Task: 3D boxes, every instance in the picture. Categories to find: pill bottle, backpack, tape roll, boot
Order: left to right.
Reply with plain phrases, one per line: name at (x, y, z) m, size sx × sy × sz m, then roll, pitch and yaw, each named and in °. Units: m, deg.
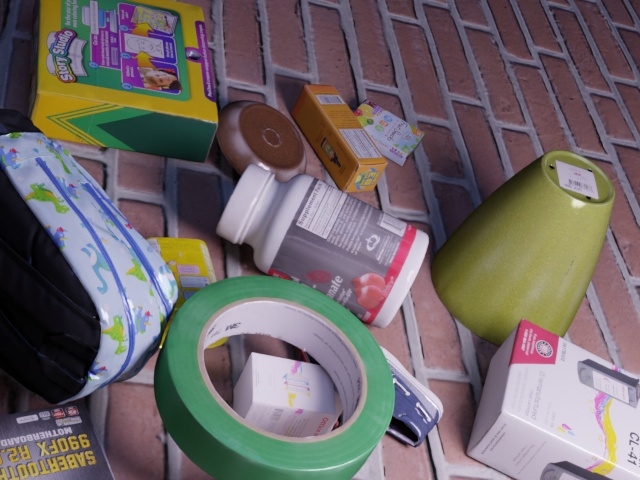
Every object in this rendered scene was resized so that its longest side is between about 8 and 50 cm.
backpack at (-0.364, 0.044, 1.438) m, size 0.273 × 0.290 × 0.355 m, roll 1°, pitch 42°, yaw -51°
tape roll at (-0.061, 0.191, 1.454) m, size 0.321 × 0.077 × 0.321 m, roll 14°, pitch 43°, yaw -14°
pill bottle at (0.000, 0.000, 1.756) m, size 0.318 × 0.176 × 0.176 m, roll 26°, pitch 40°, yaw 0°
boot at (0.097, 0.229, 1.645) m, size 0.190 × 0.069 × 0.086 m, roll 36°, pitch 38°, yaw 8°

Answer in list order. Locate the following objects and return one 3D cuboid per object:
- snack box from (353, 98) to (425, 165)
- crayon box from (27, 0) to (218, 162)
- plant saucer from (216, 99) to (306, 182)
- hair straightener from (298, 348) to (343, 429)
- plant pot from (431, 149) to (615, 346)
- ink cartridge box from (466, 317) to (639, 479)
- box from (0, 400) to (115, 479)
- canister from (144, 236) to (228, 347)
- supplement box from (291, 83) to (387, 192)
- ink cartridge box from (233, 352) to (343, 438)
snack box at (0.127, -0.218, 2.164) m, size 0.141 × 0.037 × 0.100 m, roll 32°, pitch 41°, yaw 6°
crayon box at (-0.362, -0.316, 1.956) m, size 0.313 × 0.106 × 0.363 m, roll 8°, pitch 43°, yaw -20°
plant saucer at (-0.097, -0.180, 1.959) m, size 0.198 × 0.036 × 0.199 m, roll 25°, pitch 47°, yaw -29°
hair straightener at (0.033, 0.212, 1.614) m, size 0.047 × 0.089 × 0.230 m, roll 37°, pitch 24°, yaw -46°
plant pot at (0.378, -0.004, 1.871) m, size 0.274 × 0.294 × 0.275 m, roll 15°, pitch 41°, yaw -14°
ink cartridge box at (0.408, 0.292, 1.699) m, size 0.306 × 0.131 × 0.226 m, roll 25°, pitch 40°, yaw 0°
box at (-0.375, 0.303, 1.325) m, size 0.231 × 0.056 × 0.183 m, roll -6°, pitch 49°, yaw -32°
canister at (-0.213, 0.077, 1.642) m, size 0.126 × 0.073 × 0.170 m, roll 3°, pitch 44°, yaw -26°
supplement box at (0.034, -0.197, 2.062) m, size 0.080 × 0.078 × 0.233 m, roll -3°, pitch 49°, yaw -35°
ink cartridge box at (-0.045, 0.234, 1.549) m, size 0.143 × 0.092 × 0.090 m, roll 13°, pitch 42°, yaw -17°
